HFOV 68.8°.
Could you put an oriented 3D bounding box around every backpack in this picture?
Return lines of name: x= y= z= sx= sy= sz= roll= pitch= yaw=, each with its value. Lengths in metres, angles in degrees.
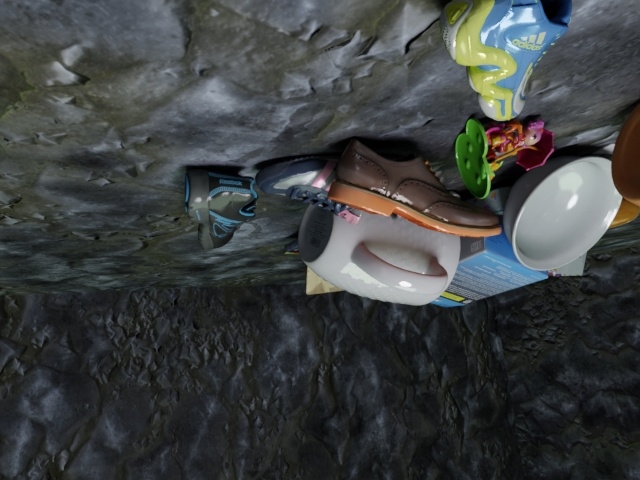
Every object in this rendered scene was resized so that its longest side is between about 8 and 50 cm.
backpack: x=0.497 y=-0.075 z=1.290 sx=0.165 sy=0.145 sz=0.188 roll=5 pitch=157 yaw=-26

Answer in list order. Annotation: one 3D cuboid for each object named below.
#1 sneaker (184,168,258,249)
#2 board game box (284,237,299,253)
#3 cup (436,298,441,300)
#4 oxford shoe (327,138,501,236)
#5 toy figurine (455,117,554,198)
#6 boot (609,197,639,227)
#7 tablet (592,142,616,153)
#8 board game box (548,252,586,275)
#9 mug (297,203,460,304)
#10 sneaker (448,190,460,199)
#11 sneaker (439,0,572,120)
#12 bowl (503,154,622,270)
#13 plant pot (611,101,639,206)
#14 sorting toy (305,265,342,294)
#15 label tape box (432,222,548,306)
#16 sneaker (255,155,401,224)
sneaker: x=-0.207 y=-0.056 z=1.045 sx=0.139 sy=0.125 sz=0.341 roll=-2 pitch=168 yaw=-6
board game box: x=0.000 y=0.000 z=1.598 sx=0.194 sy=0.060 sz=0.194 roll=1 pitch=166 yaw=-30
cup: x=0.489 y=0.108 z=1.787 sx=0.330 sy=0.237 sz=0.331 roll=-17 pitch=170 yaw=-3
oxford shoe: x=0.201 y=-0.092 z=0.894 sx=0.363 sy=0.133 sz=0.130 roll=14 pitch=-177 yaw=-19
toy figurine: x=0.353 y=-0.177 z=0.865 sx=0.159 sy=0.130 sz=0.173 roll=-19 pitch=144 yaw=-2
boot: x=0.833 y=-0.085 z=1.469 sx=0.295 sy=0.104 sz=0.211 roll=-6 pitch=176 yaw=31
tablet: x=0.667 y=-0.206 z=1.056 sx=0.083 sy=0.006 sz=0.054 roll=-2 pitch=168 yaw=-17
board game box: x=0.743 y=0.017 z=1.607 sx=0.142 sy=0.145 sz=0.275 roll=0 pitch=-169 yaw=-26
mug: x=0.144 y=0.022 z=1.106 sx=0.327 sy=0.276 sz=0.374 roll=13 pitch=-163 yaw=-29
sneaker: x=0.269 y=-0.051 z=1.336 sx=0.105 sy=0.123 sz=0.290 roll=7 pitch=132 yaw=-43
sneaker: x=0.241 y=-0.221 z=0.560 sx=0.126 sy=0.091 sz=0.240 roll=-14 pitch=165 yaw=34
bowl: x=0.549 y=-0.084 z=1.120 sx=0.297 sy=0.298 sz=0.134 roll=-1 pitch=-149 yaw=-21
plant pot: x=0.638 y=-0.138 z=0.767 sx=0.203 sy=0.291 sz=0.291 roll=11 pitch=167 yaw=-3
sorting toy: x=0.075 y=0.041 z=1.498 sx=0.255 sy=0.089 sz=0.257 roll=-6 pitch=132 yaw=-12
label tape box: x=0.401 y=0.077 z=1.307 sx=0.249 sy=0.115 sz=0.347 roll=19 pitch=151 yaw=-27
sneaker: x=0.029 y=-0.097 z=0.955 sx=0.318 sy=0.131 sz=0.112 roll=-4 pitch=168 yaw=-9
